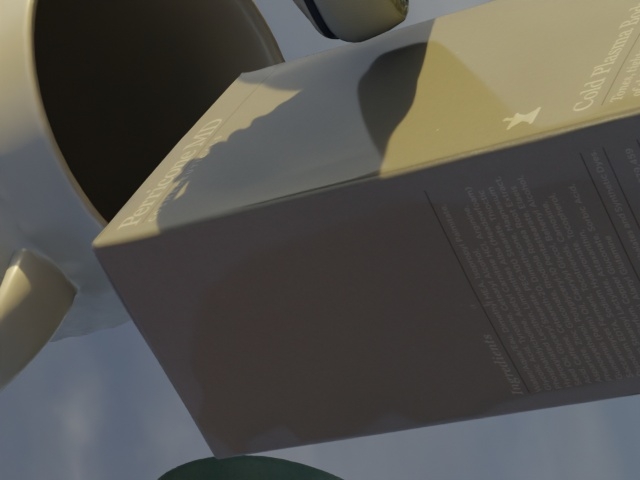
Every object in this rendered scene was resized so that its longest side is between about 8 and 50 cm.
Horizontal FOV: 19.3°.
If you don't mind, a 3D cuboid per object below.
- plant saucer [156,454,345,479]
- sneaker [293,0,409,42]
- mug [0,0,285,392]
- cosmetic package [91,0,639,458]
[{"bbox_3d":[-0.034,0.219,1.336,0.195,0.195,0.037,-47,-28,-63],"label":"plant saucer"},{"bbox_3d":[-0.061,-0.164,0.611,0.258,0.091,0.094,55,-157,-25],"label":"sneaker"},{"bbox_3d":[-0.233,-0.021,1.376,0.276,0.328,0.374,43,-135,-31],"label":"mug"},{"bbox_3d":[0.059,-0.014,0.614,0.107,0.238,0.127,64,-145,-23],"label":"cosmetic package"}]
